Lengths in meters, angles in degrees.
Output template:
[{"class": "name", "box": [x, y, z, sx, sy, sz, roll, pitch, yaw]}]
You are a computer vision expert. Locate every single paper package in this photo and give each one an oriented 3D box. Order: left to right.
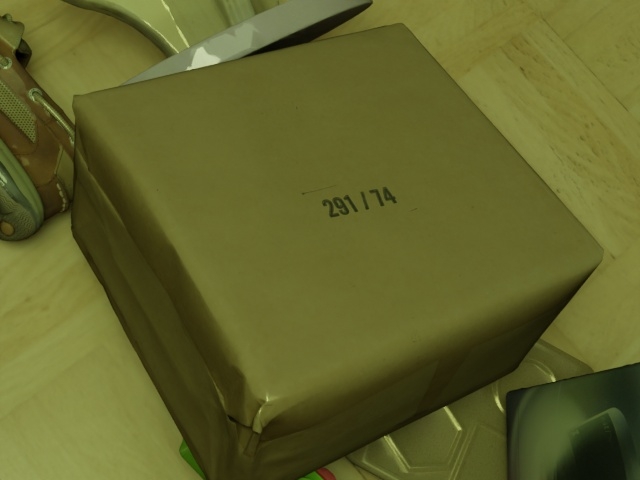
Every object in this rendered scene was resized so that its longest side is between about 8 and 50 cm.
[{"class": "paper package", "box": [0.000, 0.000, 0.796, 0.325, 0.168, 0.309, -19, 60, -30]}]

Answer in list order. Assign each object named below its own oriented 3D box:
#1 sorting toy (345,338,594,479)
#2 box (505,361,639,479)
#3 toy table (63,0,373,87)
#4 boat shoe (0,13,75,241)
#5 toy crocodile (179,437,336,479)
[{"class": "sorting toy", "box": [0.140, 0.159, 0.911, 0.208, 0.038, 0.193, 31, 66, -7]}, {"class": "box", "box": [0.288, 0.250, 0.754, 0.182, 0.294, 0.296, 8, 72, -18]}, {"class": "toy table", "box": [-0.104, -0.228, 0.895, 0.274, 0.252, 0.161, -32, 97, -32]}, {"class": "boat shoe", "box": [-0.315, -0.152, 0.869, 0.116, 0.123, 0.324, -34, 88, -30]}, {"class": "toy crocodile", "box": [0.019, 0.257, 0.800, 0.340, 0.115, 0.105, 44, 61, 2]}]
